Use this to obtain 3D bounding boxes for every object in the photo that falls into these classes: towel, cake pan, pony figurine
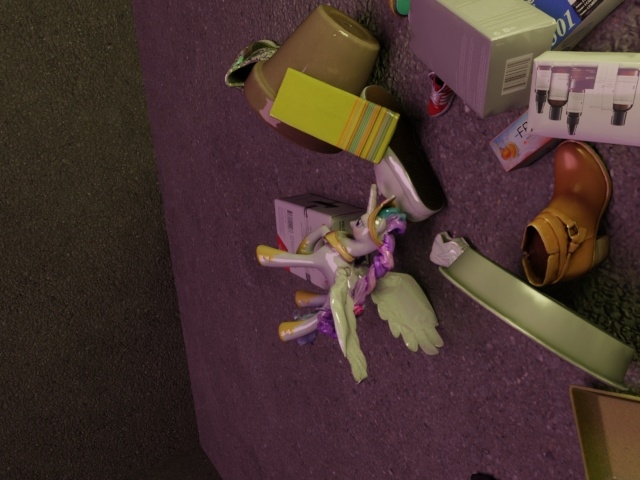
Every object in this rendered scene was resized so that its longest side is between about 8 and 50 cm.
[{"bbox_3d":[0.025,-0.236,0.992,0.237,0.021,0.102,26,98,10],"label":"towel"},{"bbox_3d":[0.307,0.099,0.745,0.293,0.293,0.054,41,103,45],"label":"cake pan"},{"bbox_3d":[0.053,0.101,1.076,0.363,0.303,0.351,-24,79,41],"label":"pony figurine"}]

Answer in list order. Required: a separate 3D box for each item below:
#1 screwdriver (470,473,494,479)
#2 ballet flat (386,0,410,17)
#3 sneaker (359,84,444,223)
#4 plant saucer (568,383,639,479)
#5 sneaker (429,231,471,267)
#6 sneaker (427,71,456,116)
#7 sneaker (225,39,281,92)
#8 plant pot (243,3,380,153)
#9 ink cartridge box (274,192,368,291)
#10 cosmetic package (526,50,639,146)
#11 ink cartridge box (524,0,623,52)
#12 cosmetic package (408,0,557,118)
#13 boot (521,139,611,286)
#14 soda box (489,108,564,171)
[{"bbox_3d":[0.366,0.482,1.036,0.170,0.024,0.025,-26,51,53],"label":"screwdriver"},{"bbox_3d":[0.155,-0.513,0.906,0.073,0.080,0.232,-113,29,-45],"label":"ballet flat"},{"bbox_3d":[0.133,-0.165,1.056,0.123,0.106,0.290,-36,73,56],"label":"sneaker"},{"bbox_3d":[0.470,0.305,0.753,0.188,0.045,0.188,-6,97,60],"label":"plant saucer"},{"bbox_3d":[0.262,0.030,0.978,0.152,0.053,0.061,33,126,51],"label":"sneaker"},{"bbox_3d":[0.209,-0.262,0.927,0.042,0.067,0.118,64,148,19],"label":"sneaker"},{"bbox_3d":[-0.182,-0.452,1.387,0.410,0.182,0.158,22,121,55],"label":"sneaker"},{"bbox_3d":[0.002,-0.352,1.100,0.229,0.263,0.263,-54,55,31],"label":"plant pot"},{"bbox_3d":[0.000,0.000,1.343,0.273,0.114,0.197,23,121,54],"label":"ink cartridge box"},{"bbox_3d":[0.373,-0.163,0.612,0.239,0.060,0.099,15,126,33],"label":"cosmetic package"},{"bbox_3d":[0.343,-0.334,0.692,0.207,0.046,0.097,-47,60,56],"label":"ink cartridge box"},{"bbox_3d":[0.225,-0.302,0.779,0.127,0.107,0.238,79,171,-49],"label":"cosmetic package"},{"bbox_3d":[0.333,-0.039,0.728,0.073,0.152,0.197,-11,93,59],"label":"boot"},{"bbox_3d":[0.335,-0.173,0.757,0.058,0.063,0.183,65,148,13],"label":"soda box"}]
